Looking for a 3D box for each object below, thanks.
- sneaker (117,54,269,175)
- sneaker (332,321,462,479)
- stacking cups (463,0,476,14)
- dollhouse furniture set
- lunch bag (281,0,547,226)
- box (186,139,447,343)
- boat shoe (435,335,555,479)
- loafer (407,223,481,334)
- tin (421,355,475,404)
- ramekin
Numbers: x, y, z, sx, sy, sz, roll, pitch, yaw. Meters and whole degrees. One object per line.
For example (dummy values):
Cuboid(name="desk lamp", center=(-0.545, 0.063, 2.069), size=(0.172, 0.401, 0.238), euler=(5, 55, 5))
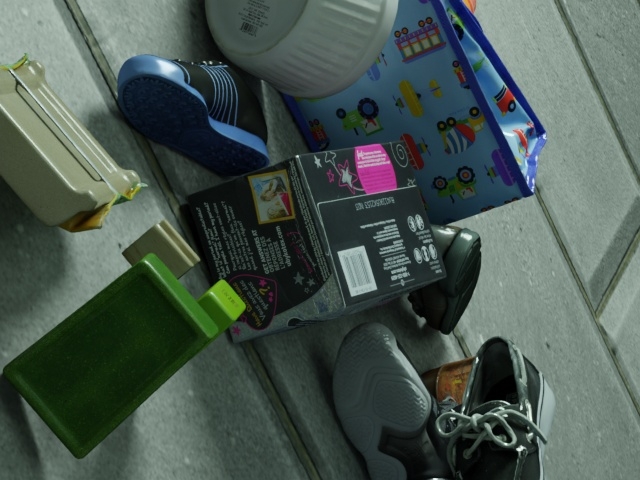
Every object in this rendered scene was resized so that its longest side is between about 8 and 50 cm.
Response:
Cuboid(name="sneaker", center=(-0.128, -0.143, 1.714), size=(0.232, 0.081, 0.090), euler=(37, 39, -56))
Cuboid(name="sneaker", center=(0.101, 0.191, 1.878), size=(0.268, 0.101, 0.153), euler=(68, 27, -16))
Cuboid(name="stacking cups", center=(0.143, -0.278, 2.260), size=(0.096, 0.096, 0.316), euler=(62, 20, -15))
Cuboid(name="dollhouse furniture set", center=(-0.225, 0.004, 1.458), size=(0.301, 0.151, 0.197), euler=(50, 9, -2))
Cuboid(name="lunch bag", center=(0.086, -0.162, 1.940), size=(0.293, 0.221, 0.138), euler=(57, 30, -25))
Cuboid(name="box", center=(0.000, 0.000, 1.774), size=(0.247, 0.142, 0.163), euler=(-13, 85, -61))
Cuboid(name="boat shoe", center=(0.183, 0.212, 1.793), size=(0.105, 0.113, 0.306), euler=(58, 31, -24))
Cuboid(name="loafer", center=(0.134, 0.033, 1.984), size=(0.096, 0.084, 0.267), euler=(-62, 169, -15))
Cuboid(name="tin", center=(0.171, 0.197, 2.058), size=(0.190, 0.040, 0.106), euler=(-4, 72, -61))
Cuboid(name="ramekin", center=(-0.028, -0.261, 1.835), size=(0.109, 0.207, 0.207), euler=(13, 61, -47))
